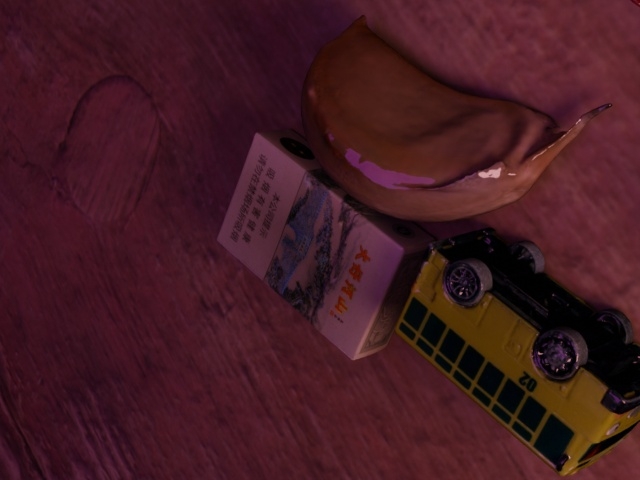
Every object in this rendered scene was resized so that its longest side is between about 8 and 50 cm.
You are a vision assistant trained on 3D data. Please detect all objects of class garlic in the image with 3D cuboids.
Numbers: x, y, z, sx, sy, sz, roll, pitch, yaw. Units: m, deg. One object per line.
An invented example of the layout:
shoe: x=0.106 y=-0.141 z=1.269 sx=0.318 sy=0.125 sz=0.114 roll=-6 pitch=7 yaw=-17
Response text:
garlic: x=0.116 y=-0.109 z=1.216 sx=0.338 sy=0.151 sz=0.196 roll=27 pitch=103 yaw=33

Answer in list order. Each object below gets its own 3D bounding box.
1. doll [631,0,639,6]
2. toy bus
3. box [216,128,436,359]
doll: x=0.322 y=-0.310 z=1.022 sx=0.188 sy=0.099 sz=0.384 roll=-36 pitch=82 yaw=39
toy bus: x=0.215 y=0.114 z=1.177 sx=0.262 sy=0.128 sz=0.150 roll=41 pitch=124 yaw=29
box: x=0.000 y=0.000 z=1.379 sx=0.256 sy=0.069 sz=0.164 roll=39 pitch=123 yaw=29
